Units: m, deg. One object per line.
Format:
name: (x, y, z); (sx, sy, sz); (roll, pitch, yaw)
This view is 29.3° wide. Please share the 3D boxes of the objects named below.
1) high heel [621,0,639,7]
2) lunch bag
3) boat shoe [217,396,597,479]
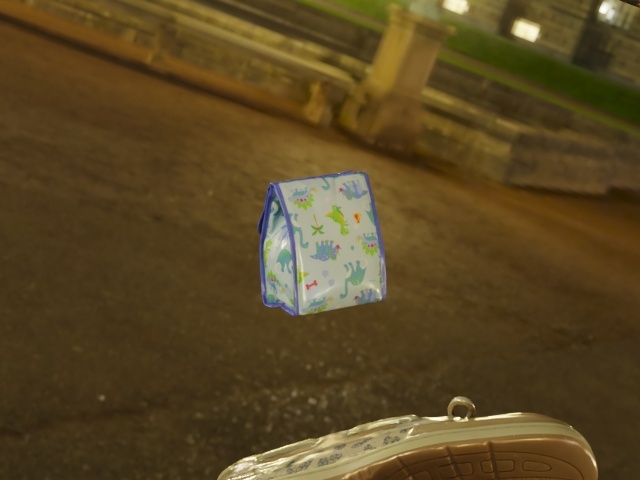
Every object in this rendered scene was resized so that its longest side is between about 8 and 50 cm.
high heel: (0.399, -0.409, 1.673); (0.261, 0.093, 0.186); (48, 5, -16)
lunch bag: (0.000, 0.000, 1.403); (0.129, 0.151, 0.096); (-10, 15, -32)
boat shoe: (0.047, 0.164, 0.855); (0.285, 0.104, 0.089); (-13, 29, 14)
